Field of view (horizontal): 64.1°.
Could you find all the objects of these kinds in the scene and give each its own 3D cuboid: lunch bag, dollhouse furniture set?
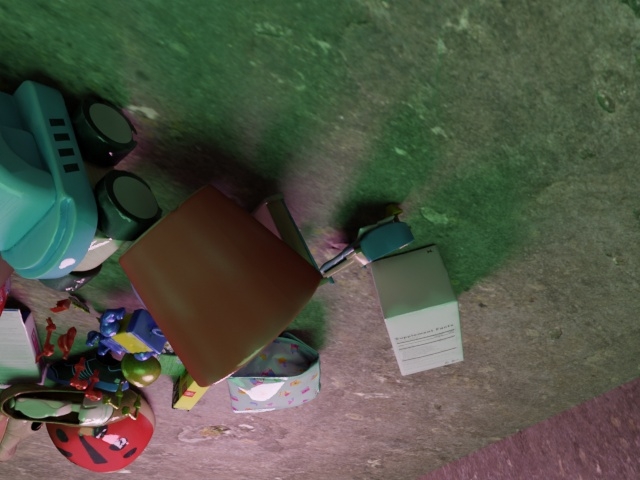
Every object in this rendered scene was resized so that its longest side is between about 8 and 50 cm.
[{"bbox_3d":[-0.126,0.378,1.454,0.262,0.160,0.224,0,136,-3],"label":"lunch bag"},{"bbox_3d":[0.000,0.000,1.138,0.303,0.198,0.286,-22,171,-34],"label":"dollhouse furniture set"}]

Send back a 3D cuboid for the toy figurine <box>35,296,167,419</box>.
[{"bbox_3d":[-0.438,0.263,1.204,0.217,0.191,0.363,-16,132,18],"label":"toy figurine"}]

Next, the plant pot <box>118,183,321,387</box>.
[{"bbox_3d":[-0.177,0.059,0.853,0.275,0.275,0.243,-37,98,26],"label":"plant pot"}]

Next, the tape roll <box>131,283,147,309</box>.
[{"bbox_3d":[-0.264,0.110,1.097,0.274,0.090,0.275,14,136,14],"label":"tape roll"}]

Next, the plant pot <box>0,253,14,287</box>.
[{"bbox_3d":[-0.684,0.031,0.876,0.322,0.281,0.323,-5,138,-4],"label":"plant pot"}]

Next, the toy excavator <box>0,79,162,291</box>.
[{"bbox_3d":[-0.508,-0.151,0.729,0.222,0.433,0.445,-33,161,23],"label":"toy excavator"}]

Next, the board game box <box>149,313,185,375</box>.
[{"bbox_3d":[-0.419,0.291,1.396,0.136,0.030,0.260,8,134,-23],"label":"board game box"}]

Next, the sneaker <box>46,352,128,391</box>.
[{"bbox_3d":[-0.623,0.342,1.381,0.232,0.081,0.091,7,92,4],"label":"sneaker"}]

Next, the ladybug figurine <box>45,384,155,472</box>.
[{"bbox_3d":[-0.672,0.577,1.556,0.304,0.162,0.450,-8,138,-2],"label":"ladybug figurine"}]

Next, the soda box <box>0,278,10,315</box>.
[{"bbox_3d":[-0.800,0.093,1.057,0.263,0.092,0.084,9,133,-20],"label":"soda box"}]

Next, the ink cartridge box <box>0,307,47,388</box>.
[{"bbox_3d":[-0.794,0.252,1.252,0.175,0.069,0.371,5,138,-15],"label":"ink cartridge box"}]

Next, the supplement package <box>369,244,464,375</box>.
[{"bbox_3d":[0.248,0.184,1.299,0.175,0.178,0.293,-15,137,6],"label":"supplement package"}]

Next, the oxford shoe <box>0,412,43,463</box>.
[{"bbox_3d":[-0.914,0.580,1.544,0.130,0.123,0.348,9,136,-28],"label":"oxford shoe"}]

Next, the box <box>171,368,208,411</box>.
[{"bbox_3d":[-0.365,0.407,1.489,0.058,0.087,0.232,18,132,-28],"label":"box"}]

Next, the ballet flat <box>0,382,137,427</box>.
[{"bbox_3d":[-0.658,0.433,1.333,0.342,0.116,0.124,12,173,-17],"label":"ballet flat"}]
